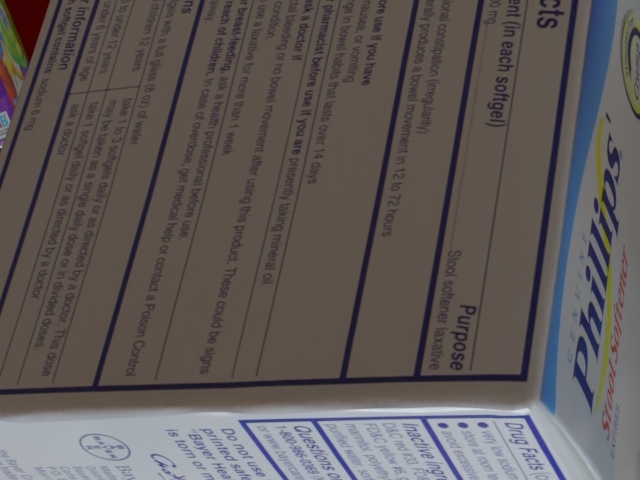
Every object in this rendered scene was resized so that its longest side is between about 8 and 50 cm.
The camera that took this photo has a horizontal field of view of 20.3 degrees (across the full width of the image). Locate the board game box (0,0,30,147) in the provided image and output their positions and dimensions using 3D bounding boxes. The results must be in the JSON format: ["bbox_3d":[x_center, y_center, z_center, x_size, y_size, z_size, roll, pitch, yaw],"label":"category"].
[{"bbox_3d":[-0.351,-0.195,1.503,0.144,0.275,0.142,-22,-172,5],"label":"board game box"}]

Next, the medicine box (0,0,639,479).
[{"bbox_3d":[0.000,0.000,0.820,0.289,0.263,0.149,-3,145,23],"label":"medicine box"}]
